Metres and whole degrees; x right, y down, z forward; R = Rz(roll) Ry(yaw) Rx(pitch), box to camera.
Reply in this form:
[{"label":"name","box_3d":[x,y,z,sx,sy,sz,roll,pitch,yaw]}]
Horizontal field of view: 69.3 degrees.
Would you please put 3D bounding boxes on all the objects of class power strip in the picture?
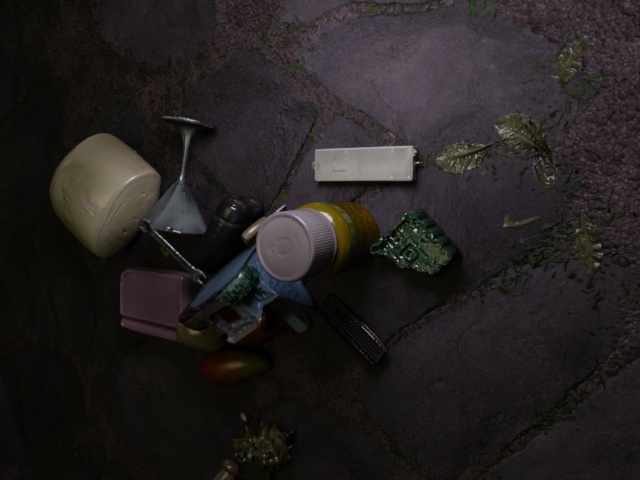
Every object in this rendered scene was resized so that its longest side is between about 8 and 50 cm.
[{"label":"power strip","box_3d":[0.140,-0.235,1.439,0.367,0.043,0.106,5,97,30]}]

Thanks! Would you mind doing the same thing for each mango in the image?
[{"label":"mango","box_3d":[-0.330,0.468,1.726,0.289,0.129,0.146,-23,110,26]}]

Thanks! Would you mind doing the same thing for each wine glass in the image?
[{"label":"wine glass","box_3d":[-0.506,-0.235,1.703,0.267,0.267,0.406,14,96,28]}]

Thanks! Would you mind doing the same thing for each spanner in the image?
[{"label":"spanner","box_3d":[-0.509,0.042,1.602,0.302,0.017,0.071,45,129,-6]}]

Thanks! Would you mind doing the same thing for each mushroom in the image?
[{"label":"mushroom","box_3d":[-0.389,0.970,1.840,0.116,0.093,0.225,18,95,8]},{"label":"mushroom","box_3d":[-0.428,0.310,1.747,0.207,0.207,0.215,6,65,29]}]

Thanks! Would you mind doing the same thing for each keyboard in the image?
[{"label":"keyboard","box_3d":[0.139,0.326,1.495,0.381,0.041,0.103,40,113,21]}]

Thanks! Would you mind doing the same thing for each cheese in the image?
[{"label":"cheese","box_3d":[-0.192,-0.061,1.591,0.192,0.097,0.037,-42,88,-13]}]

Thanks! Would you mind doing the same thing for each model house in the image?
[{"label":"model house","box_3d":[-0.233,0.244,1.596,0.360,0.297,0.339,-36,108,27]}]

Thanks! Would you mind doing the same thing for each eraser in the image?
[{"label":"eraser","box_3d":[-0.662,0.253,1.902,0.359,0.122,0.272,6,98,29]}]

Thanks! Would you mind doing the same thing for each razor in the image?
[{"label":"razor","box_3d":[-0.339,-0.010,1.645,0.113,0.204,0.349,47,118,16]}]

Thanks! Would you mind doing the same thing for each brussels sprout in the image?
[{"label":"brussels sprout","box_3d":[-0.632,0.036,1.907,0.051,0.046,0.083,-37,63,-18]}]

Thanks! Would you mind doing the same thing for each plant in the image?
[{"label":"plant","box_3d":[-0.192,0.811,1.724,0.251,0.180,0.333,8,132,22]}]

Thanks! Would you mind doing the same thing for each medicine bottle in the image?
[{"label":"medicine bottle","box_3d":[0.000,0.000,1.346,0.224,0.384,0.224,4,98,30]}]

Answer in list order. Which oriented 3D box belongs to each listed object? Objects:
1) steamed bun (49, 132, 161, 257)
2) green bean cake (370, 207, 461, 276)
[{"label":"steamed bun","box_3d":[-0.891,-0.174,1.893,0.371,0.290,0.456,41,113,19]},{"label":"green bean cake","box_3d":[0.276,0.034,1.353,0.208,0.107,0.193,49,115,15]}]
